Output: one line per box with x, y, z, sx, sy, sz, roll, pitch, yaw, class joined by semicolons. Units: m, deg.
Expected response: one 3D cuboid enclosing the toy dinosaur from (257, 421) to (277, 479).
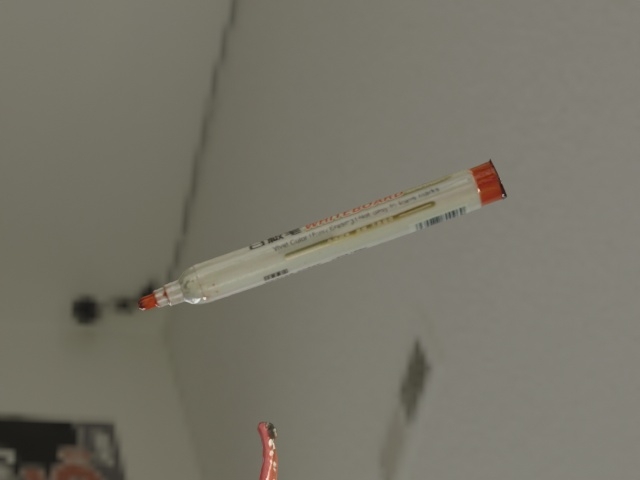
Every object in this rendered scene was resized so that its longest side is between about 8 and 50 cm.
-0.108;0.265;1.379;0.286;0.070;0.139;-50;154;-26;toy dinosaur

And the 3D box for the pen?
0.000;0.000;1.126;0.026;0.218;0.026;161;-90;-87;pen
